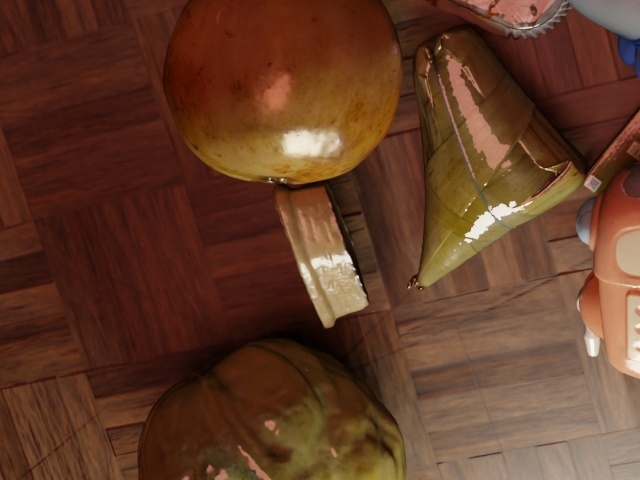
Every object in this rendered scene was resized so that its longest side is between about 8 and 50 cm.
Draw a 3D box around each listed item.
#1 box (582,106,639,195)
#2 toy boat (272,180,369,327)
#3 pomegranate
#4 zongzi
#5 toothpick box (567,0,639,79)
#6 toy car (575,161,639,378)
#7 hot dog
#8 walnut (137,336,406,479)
[{"bbox_3d":[0.356,-0.087,1.856,0.090,0.023,0.133,36,113,2],"label":"box"},{"bbox_3d":[0.000,0.000,1.896,0.061,0.116,0.188,-17,140,5],"label":"toy boat"},{"bbox_3d":[-0.042,-0.194,1.817,0.252,0.229,0.270,-8,79,43],"label":"pomegranate"},{"bbox_3d":[0.132,-0.088,1.874,0.256,0.115,0.228,-37,97,31],"label":"zongzi"},{"bbox_3d":[0.362,-0.327,1.649,0.263,0.263,0.354,22,113,7],"label":"toothpick box"},{"bbox_3d":[0.374,0.025,1.795,0.212,0.180,0.270,3,115,15],"label":"toy car"},{"bbox_3d":[0.150,-0.312,1.808,0.268,0.075,0.144,33,108,6],"label":"hot dog"},{"bbox_3d":[-0.061,0.251,1.954,0.277,0.282,0.253,52,151,-12],"label":"walnut"}]
